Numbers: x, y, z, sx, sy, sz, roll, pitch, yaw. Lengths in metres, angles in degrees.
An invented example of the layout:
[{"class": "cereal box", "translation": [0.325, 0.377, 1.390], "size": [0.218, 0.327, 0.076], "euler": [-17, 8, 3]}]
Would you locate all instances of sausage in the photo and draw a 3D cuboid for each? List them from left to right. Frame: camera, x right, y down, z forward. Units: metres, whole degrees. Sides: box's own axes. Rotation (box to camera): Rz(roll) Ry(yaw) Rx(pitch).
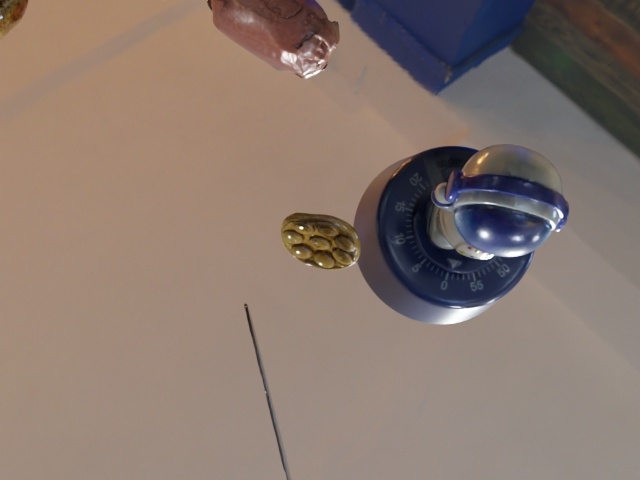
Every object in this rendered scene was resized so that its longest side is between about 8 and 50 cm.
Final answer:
[{"class": "sausage", "translation": [-0.089, -0.410, 1.572], "size": [0.279, 0.152, 0.152], "euler": [33, -124, 13]}]

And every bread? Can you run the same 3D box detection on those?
[{"class": "bread", "translation": [0.000, 0.000, 1.075], "size": [0.110, 0.110, 0.024], "euler": [20, -127, -4]}]

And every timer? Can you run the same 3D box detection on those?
[{"class": "timer", "translation": [0.206, -0.030, 1.154], "size": [0.270, 0.383, 0.270], "euler": [1, -99, -8]}]

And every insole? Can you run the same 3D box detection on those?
[{"class": "insole", "translation": [-0.056, 0.229, 1.052], "size": [0.007, 0.328, 0.111], "euler": [-14, -161, -6]}]

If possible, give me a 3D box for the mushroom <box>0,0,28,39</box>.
[{"class": "mushroom", "translation": [-0.546, -0.415, 1.263], "size": [0.254, 0.267, 0.267], "euler": [4, -130, 30]}]
